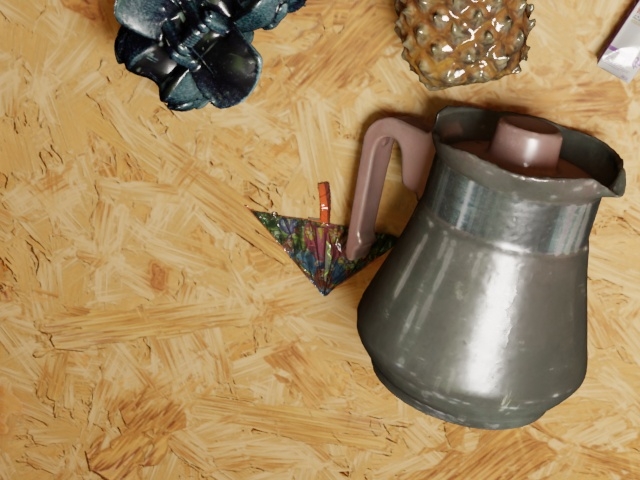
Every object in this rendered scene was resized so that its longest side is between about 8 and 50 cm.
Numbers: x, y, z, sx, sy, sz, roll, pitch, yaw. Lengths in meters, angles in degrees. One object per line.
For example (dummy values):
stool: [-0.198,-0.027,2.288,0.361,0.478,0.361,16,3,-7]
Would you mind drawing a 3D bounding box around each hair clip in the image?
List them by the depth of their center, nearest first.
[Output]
hair clip: [-0.136,-0.282,1.370,0.194,0.206,0.310,41,119,-13]

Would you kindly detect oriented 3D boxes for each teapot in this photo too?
teapot: [0.193,0.008,1.419,0.376,0.305,0.362,29,117,34]

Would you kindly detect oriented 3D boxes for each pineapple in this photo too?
pineapple: [0.152,-0.361,1.286,0.175,0.175,0.361,-7,107,19]

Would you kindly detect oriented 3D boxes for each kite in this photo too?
kite: [0.000,0.000,1.600,0.232,0.009,0.189,8,120,11]

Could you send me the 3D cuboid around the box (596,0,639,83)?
box: [0.384,-0.251,1.339,0.050,0.036,0.117,27,121,-1]
